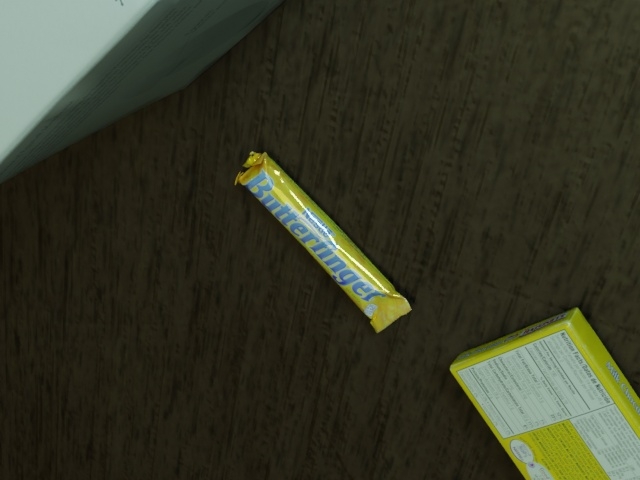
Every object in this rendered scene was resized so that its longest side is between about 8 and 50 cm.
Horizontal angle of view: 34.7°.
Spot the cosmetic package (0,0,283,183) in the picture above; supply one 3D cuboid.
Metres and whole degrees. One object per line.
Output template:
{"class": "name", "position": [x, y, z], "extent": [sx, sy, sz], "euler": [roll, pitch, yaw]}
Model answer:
{"class": "cosmetic package", "position": [-0.123, -0.161, 0.594], "extent": [0.224, 0.224, 0.138], "euler": [-32, 97, 41]}

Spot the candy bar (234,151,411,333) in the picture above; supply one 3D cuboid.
{"class": "candy bar", "position": [0.000, 0.000, 0.747], "extent": [0.161, 0.018, 0.040], "euler": [46, 131, 0]}

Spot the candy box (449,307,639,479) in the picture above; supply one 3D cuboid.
{"class": "candy box", "position": [0.187, 0.149, 0.706], "extent": [0.105, 0.027, 0.206], "euler": [-29, 99, 38]}
